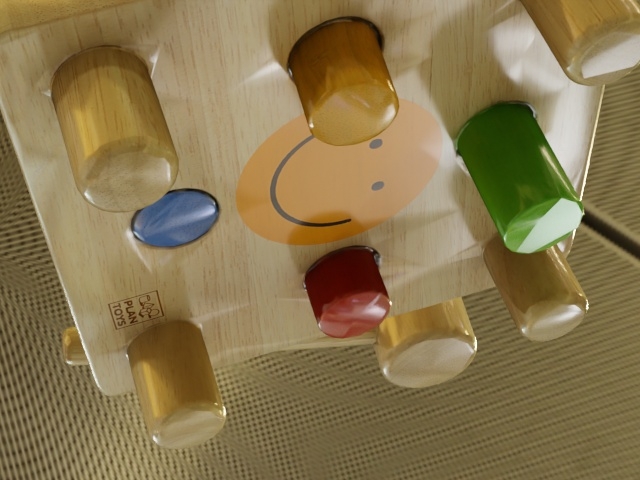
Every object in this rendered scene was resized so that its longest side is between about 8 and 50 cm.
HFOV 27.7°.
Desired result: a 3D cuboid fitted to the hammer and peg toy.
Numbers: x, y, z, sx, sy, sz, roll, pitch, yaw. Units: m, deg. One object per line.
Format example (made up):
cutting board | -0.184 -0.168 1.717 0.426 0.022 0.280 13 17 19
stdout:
hammer and peg toy | 0.000 0.000 0.608 0.266 0.361 0.127 -15 -125 -10
